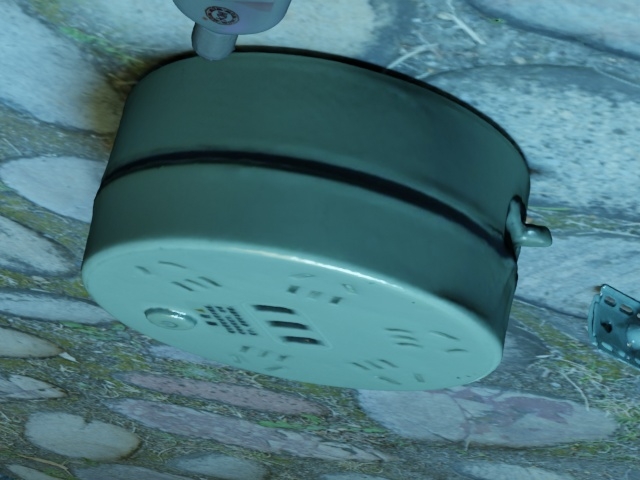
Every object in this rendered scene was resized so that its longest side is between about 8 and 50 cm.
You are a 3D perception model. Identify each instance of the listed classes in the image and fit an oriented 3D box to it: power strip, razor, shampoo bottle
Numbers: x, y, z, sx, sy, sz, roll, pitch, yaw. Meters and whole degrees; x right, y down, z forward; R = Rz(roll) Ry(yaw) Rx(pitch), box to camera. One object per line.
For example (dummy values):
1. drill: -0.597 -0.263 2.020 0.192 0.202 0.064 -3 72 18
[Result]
1. power strip: 0.000 0.000 1.184 0.357 0.161 0.357 10 160 4
2. razor: 0.356 0.066 1.319 0.106 0.068 0.232 25 151 -33
3. shampoo bottle: -0.057 -0.162 0.960 0.080 0.040 0.165 13 159 -8
